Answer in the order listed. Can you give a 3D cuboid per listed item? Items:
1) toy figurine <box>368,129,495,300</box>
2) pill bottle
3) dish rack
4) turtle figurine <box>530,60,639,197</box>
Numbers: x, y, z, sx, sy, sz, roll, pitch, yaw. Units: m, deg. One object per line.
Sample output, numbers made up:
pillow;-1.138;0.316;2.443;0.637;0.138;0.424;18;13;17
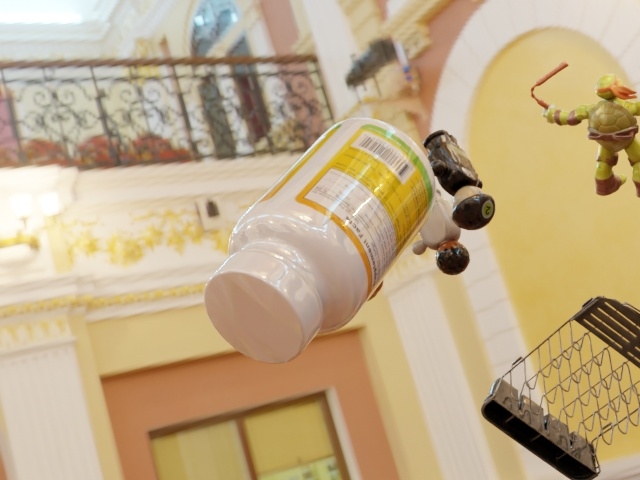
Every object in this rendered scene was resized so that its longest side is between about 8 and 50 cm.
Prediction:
toy figurine;0.117;-0.025;1.434;0.213;0.148;0.210;-14;-32;-14
pill bottle;0.000;0.000;0.982;0.136;0.136;0.246;-30;13;45
dish rack;0.390;0.210;1.525;0.271;0.208;0.074;-48;12;33
turtle figurine;0.458;-0.167;1.589;0.269;0.217;0.087;-5;35;29
